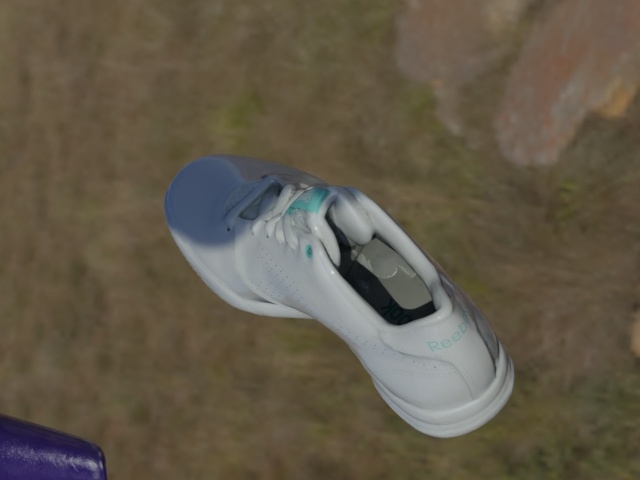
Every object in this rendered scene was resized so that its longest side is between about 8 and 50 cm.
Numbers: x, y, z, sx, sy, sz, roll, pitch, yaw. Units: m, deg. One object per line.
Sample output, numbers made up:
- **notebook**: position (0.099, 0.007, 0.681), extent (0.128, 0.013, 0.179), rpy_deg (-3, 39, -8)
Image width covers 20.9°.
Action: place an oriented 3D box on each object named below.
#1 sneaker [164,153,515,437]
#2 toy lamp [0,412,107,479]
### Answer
- **sneaker**: position (0.000, 0.000, 0.791), extent (0.212, 0.094, 0.080), rpy_deg (33, 71, 36)
- **toy lamp**: position (-0.239, 0.112, 0.814), extent (0.080, 0.275, 0.080), rpy_deg (-173, 90, -73)
